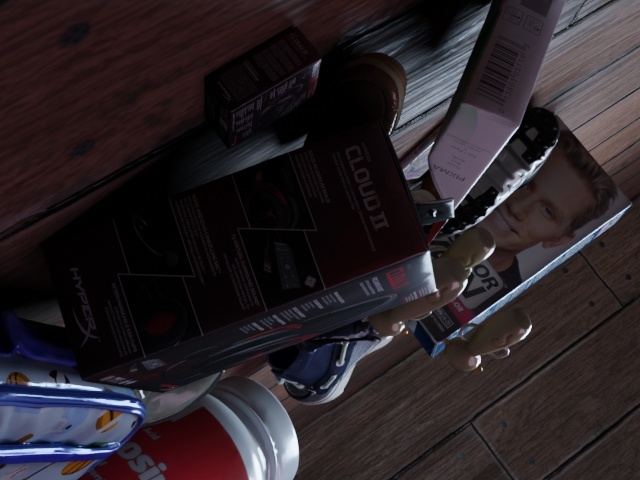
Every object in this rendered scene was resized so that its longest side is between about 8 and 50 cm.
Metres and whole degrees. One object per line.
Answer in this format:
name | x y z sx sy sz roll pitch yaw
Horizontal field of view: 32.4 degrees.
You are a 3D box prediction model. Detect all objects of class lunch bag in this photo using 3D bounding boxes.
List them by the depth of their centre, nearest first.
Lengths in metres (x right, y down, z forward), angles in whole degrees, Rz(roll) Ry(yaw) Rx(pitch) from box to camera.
lunch bag | -0.275 0.149 0.813 0.243 0.115 0.303 -37 162 8

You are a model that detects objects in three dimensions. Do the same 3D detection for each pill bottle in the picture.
pill bottle | -0.219 0.320 1.367 0.407 0.229 0.229 -23 162 -48

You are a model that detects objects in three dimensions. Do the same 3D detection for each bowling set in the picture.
bowling set | 0.126 0.024 1.373 0.154 0.287 0.200 -39 -157 41

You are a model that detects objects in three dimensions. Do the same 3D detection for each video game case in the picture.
video game case | 0.136 -0.112 1.264 0.122 0.011 0.087 -43 166 25

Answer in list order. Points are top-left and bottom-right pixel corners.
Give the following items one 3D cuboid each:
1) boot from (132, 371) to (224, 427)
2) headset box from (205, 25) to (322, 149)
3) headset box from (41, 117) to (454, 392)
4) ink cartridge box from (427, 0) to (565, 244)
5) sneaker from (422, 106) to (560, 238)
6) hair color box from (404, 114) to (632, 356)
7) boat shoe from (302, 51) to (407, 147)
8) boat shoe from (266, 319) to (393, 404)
boot | -0.193 0.142 1.148 0.246 0.083 0.161 -34 162 -21
headset box | -0.037 -0.106 0.759 0.083 0.032 0.062 -34 168 -15
headset box | -0.035 0.018 0.870 0.293 0.110 0.218 -21 168 3
ink cartridge box | 0.132 -0.117 0.952 0.181 0.056 0.225 -66 -176 -29
sneaker | 0.231 -0.081 1.480 0.234 0.078 0.106 -42 164 13
hair color box | 0.248 -0.007 1.574 0.347 0.174 0.105 -35 166 -9
boat shoe | 0.034 -0.109 0.901 0.072 0.068 0.190 -47 180 -24
boat shoe | -0.028 0.171 1.663 0.158 0.127 0.340 -11 156 -28
